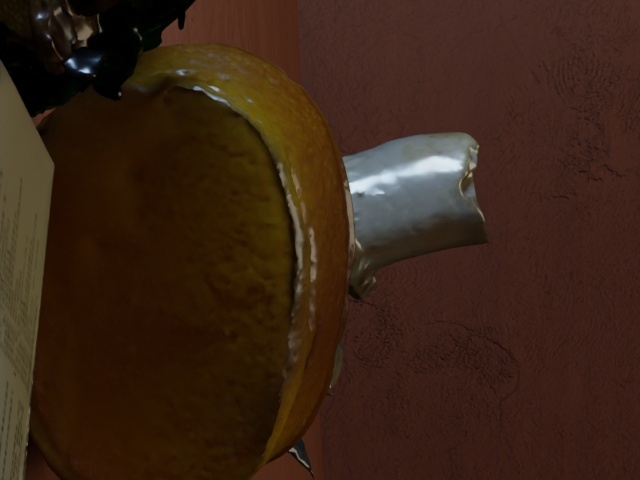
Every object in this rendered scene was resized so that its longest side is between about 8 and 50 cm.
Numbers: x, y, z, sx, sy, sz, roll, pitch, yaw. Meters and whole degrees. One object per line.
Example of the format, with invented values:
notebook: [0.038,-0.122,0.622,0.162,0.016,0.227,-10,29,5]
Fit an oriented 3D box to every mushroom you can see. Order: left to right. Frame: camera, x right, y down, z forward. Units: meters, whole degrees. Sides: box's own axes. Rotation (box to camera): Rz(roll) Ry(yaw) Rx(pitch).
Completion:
mushroom: [0.000,0.000,1.252,0.292,0.290,0.292,-5,90,-87]

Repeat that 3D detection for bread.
bread: [-0.082,0.023,0.831,0.142,0.195,0.269,-49,142,-74]

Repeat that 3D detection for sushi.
sushi: [-0.107,-0.131,0.616,0.287,0.149,0.140,-113,-169,-79]

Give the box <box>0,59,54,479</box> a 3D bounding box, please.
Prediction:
box: [-0.156,0.028,0.466,0.168,0.095,0.212,84,5,-63]

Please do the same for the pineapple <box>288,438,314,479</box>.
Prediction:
pineapple: [-0.086,0.135,0.978,0.165,0.166,0.364,53,36,-83]
